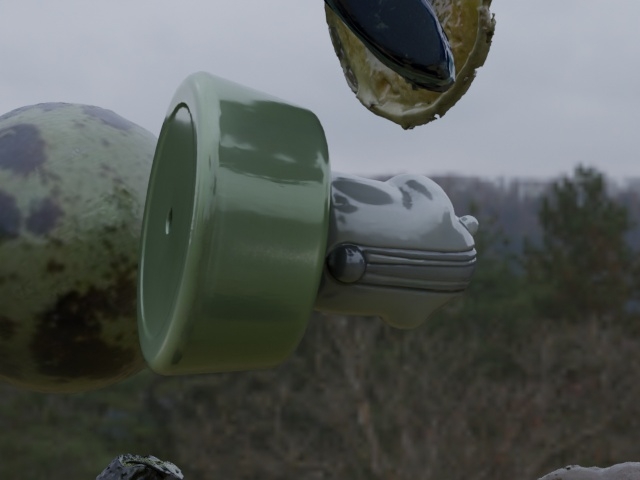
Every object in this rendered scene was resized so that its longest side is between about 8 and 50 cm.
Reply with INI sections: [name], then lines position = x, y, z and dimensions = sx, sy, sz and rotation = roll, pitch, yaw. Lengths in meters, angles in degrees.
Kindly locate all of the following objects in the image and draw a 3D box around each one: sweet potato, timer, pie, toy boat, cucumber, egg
[sweet potato]
position = 0.365, 0.283, 1.786
dimensions = 0.273, 0.067, 0.067
rotation = -2, -6, 33
[timer]
position = 0.000, 0.000, 1.545
dimensions = 0.315, 0.291, 0.291
rotation = 7, -7, -17
[pie]
position = 0.088, -0.245, 1.574
dimensions = 0.055, 0.274, 0.274
rotation = -5, -1, -33
[toy boat]
position = 0.028, -0.233, 1.427
dimensions = 0.220, 0.067, 0.291
rotation = 46, 5, -26
[cucumber]
position = -0.229, 0.296, 1.487
dimensions = 0.067, 0.245, 0.067
rotation = 39, 1, 0
[egg]
position = -0.310, 0.007, 1.899
dimensions = 0.345, 0.345, 0.428
rotation = 3, 2, -13
